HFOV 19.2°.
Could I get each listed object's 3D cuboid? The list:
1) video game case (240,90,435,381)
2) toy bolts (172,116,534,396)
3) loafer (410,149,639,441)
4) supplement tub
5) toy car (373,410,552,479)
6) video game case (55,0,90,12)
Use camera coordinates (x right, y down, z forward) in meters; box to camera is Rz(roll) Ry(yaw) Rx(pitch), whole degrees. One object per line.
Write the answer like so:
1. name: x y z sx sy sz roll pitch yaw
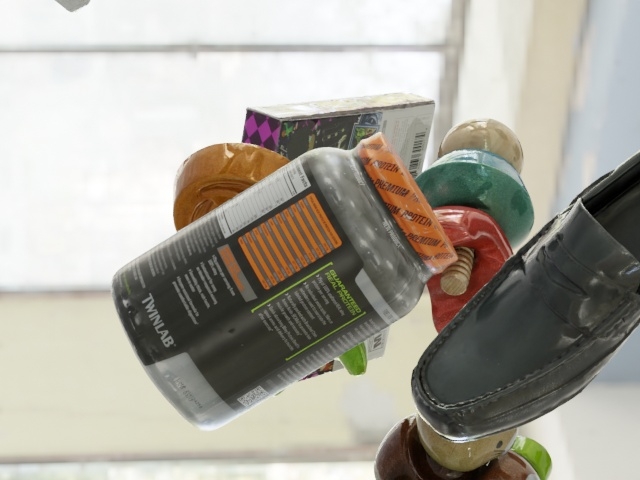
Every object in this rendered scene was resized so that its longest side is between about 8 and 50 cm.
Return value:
1. video game case: 0.000 0.000 1.518 0.210 0.042 0.232 -12 118 -52
2. toy bolts: 0.030 -0.026 1.290 0.218 0.228 0.158 60 31 -33
3. loafer: 0.132 0.011 0.914 0.076 0.223 0.078 50 -3 35
4. supplement tub: -0.020 0.022 1.139 0.117 0.190 0.117 58 6 -9
5. toy car: 0.133 0.159 1.538 0.155 0.149 0.188 -52 166 -50
6. video game case: -0.186 -0.254 1.109 0.022 0.190 0.173 -22 -139 43
